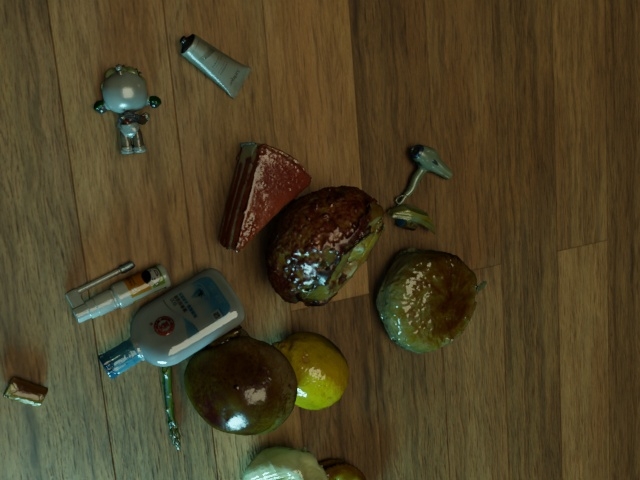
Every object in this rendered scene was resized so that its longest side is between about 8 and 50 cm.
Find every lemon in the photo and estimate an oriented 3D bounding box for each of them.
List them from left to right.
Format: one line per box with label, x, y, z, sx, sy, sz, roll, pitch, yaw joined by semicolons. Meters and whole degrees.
lemon;-0.029;0.334;1.745;0.257;0.188;0.188;44;75;-27

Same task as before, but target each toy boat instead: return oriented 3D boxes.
toy boat;0.263;-0.058;1.931;0.172;0.065;0.066;15;111;-33

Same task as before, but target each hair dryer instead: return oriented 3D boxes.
hair dryer;0.302;-0.166;1.951;0.167;0.067;0.199;11;101;-35

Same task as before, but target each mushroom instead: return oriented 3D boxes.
mushroom;-0.202;0.332;1.626;0.195;0.263;0.283;10;50;-60

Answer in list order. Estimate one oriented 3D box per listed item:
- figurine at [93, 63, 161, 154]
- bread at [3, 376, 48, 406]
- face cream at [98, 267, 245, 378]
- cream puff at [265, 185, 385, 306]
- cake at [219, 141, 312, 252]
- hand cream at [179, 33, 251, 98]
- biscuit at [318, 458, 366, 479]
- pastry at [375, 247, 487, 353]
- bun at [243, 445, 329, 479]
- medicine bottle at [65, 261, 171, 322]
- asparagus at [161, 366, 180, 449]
figurine;-0.425;-0.290;1.502;0.147;0.093;0.197;-7;109;-6
bread;-0.644;0.331;1.486;0.083;0.036;0.047;28;74;-28
face cream;-0.350;0.204;1.581;0.337;0.080;0.163;-31;71;-17
cream puff;-0.003;0.004;1.672;0.229;0.350;0.350;36;75;14
cake;-0.137;-0.092;1.649;0.160;0.158;0.262;14;91;-29
hand cream;-0.253;-0.420;1.605;0.186;0.054;0.087;31;85;-35
biscuit;0.033;0.721;1.899;0.220;0.066;0.220;-4;99;-30
pastry;0.308;0.174;1.942;0.330;0.136;0.329;-5;100;-30
bun;-0.081;0.634;1.772;0.229;0.145;0.229;5;108;15
medicine bottle;-0.460;0.110;1.553;0.221;0.061;0.092;-26;84;-24
asparagus;-0.364;0.396;1.652;0.027;0.034;0.236;-16;107;-45
